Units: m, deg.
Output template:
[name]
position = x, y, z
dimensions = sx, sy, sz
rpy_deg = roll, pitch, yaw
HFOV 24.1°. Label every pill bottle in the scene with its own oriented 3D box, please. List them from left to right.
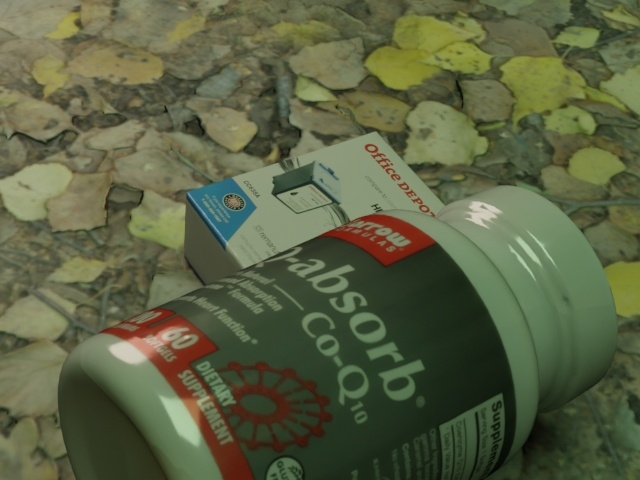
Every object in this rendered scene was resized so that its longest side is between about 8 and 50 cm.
[pill bottle]
position = 0.019, 0.100, 1.054
dimensions = 0.363, 0.210, 0.210
rpy_deg = -24, 51, -29

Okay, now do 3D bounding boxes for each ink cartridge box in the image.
[ink cartridge box]
position = 0.000, 0.000, 1.256
dimensions = 0.190, 0.082, 0.139
rpy_deg = -21, 49, -24
